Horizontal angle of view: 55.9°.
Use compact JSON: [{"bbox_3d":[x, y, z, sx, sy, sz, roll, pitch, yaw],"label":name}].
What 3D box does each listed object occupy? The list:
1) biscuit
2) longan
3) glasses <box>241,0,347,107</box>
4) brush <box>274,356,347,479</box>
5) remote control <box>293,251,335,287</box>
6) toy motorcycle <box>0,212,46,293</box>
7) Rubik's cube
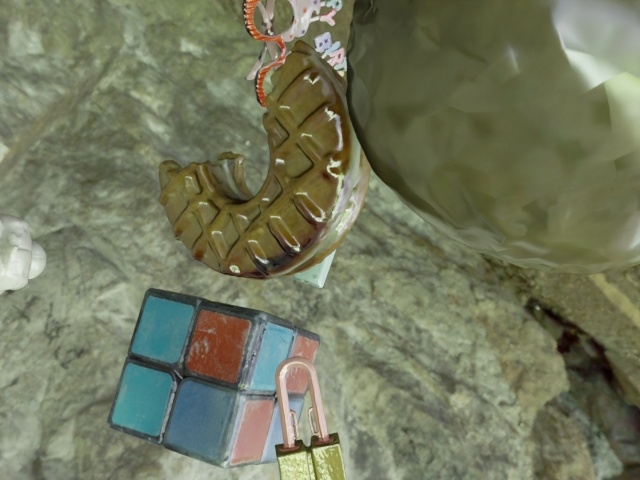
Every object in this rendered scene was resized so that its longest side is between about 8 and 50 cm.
[{"bbox_3d":[-0.078,-0.079,0.870,0.115,0.366,0.268,-6,-117,-55],"label":"biscuit"},{"bbox_3d":[0.221,-0.182,0.600,0.435,0.404,0.404,56,-173,22],"label":"longan"},{"bbox_3d":[-0.040,-0.304,0.914,0.255,0.162,0.095,86,161,-44],"label":"glasses"},{"bbox_3d":[-0.022,0.288,0.898,0.047,0.103,0.233,-133,34,-83],"label":"brush"},{"bbox_3d":[0.000,0.000,1.082,0.061,0.162,0.029,16,174,26],"label":"remote control"},{"bbox_3d":[-0.417,0.018,0.636,0.341,0.107,0.223,-7,173,30],"label":"toy motorcycle"},{"bbox_3d":[-0.224,0.303,1.338,0.317,0.318,0.313,8,168,25],"label":"Rubik's cube"}]
